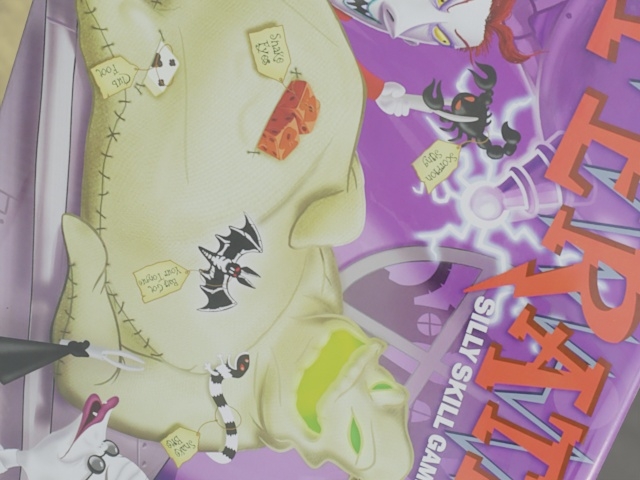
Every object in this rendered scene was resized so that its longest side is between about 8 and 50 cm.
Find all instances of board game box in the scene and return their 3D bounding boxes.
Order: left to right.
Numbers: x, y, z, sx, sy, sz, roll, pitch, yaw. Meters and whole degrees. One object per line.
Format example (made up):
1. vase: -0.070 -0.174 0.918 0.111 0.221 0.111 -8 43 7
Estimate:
1. board game box: 0.000 0.000 0.572 0.208 0.056 0.347 23 113 6
